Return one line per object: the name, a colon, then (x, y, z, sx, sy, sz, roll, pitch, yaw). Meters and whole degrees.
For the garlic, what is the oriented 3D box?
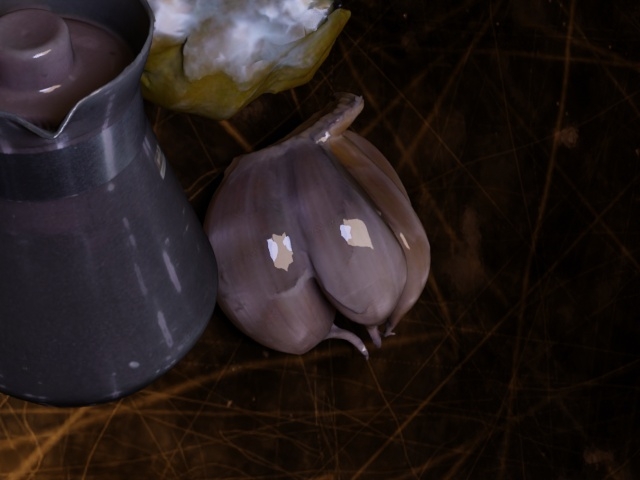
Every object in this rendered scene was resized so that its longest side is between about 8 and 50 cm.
garlic: (0.000, 0.000, 1.668, 0.237, 0.210, 0.291, -27, 102, -71)

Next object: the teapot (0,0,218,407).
teapot: (-0.224, -0.059, 1.351, 0.253, 0.300, 0.344, -10, 136, -9)

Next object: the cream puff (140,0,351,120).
cream puff: (-0.121, -0.279, 1.535, 0.274, 0.270, 0.323, -15, 97, -3)
